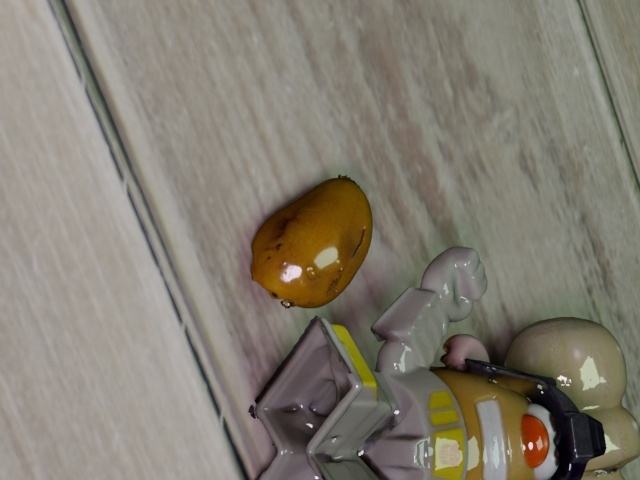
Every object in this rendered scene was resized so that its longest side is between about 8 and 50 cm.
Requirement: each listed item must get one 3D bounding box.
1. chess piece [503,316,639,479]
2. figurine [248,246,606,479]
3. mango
[{"bbox_3d":[0.219,0.194,1.592,0.143,0.143,0.261,0,80,-47],"label":"chess piece"},{"bbox_3d":[0.085,0.156,1.431,0.308,0.143,0.308,-17,116,-40],"label":"figurine"},{"bbox_3d":[0.000,0.000,1.411,0.077,0.063,0.127,55,49,-18],"label":"mango"}]
